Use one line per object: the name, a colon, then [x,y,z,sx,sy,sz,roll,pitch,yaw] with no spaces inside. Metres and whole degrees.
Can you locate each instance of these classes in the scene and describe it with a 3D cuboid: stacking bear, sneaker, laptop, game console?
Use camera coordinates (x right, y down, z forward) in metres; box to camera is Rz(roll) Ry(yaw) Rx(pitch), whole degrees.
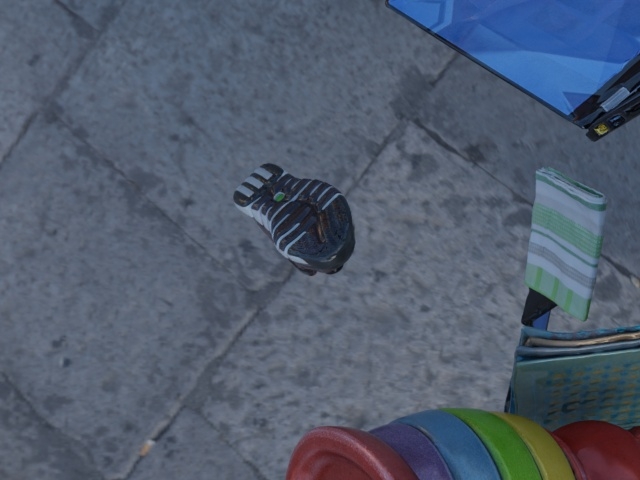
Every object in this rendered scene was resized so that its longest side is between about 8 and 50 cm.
stacking bear: [0.134,0.201,0.727,0.164,0.289,0.175,45,130,53]
sneaker: [0.000,0.000,1.291,0.106,0.162,0.281,-42,32,-4]
laptop: [0.314,-0.294,0.826,0.382,0.408,0.236,-39,89,-14]
game console: [0.322,0.085,1.348,0.071,0.122,0.107,38,131,-11]

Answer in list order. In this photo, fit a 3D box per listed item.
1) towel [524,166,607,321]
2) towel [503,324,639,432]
towel: [0.274,0.003,1.111,0.113,0.023,0.152,-138,44,-56]
towel: [0.345,0.139,0.874,0.370,0.271,0.040,-6,53,1]
